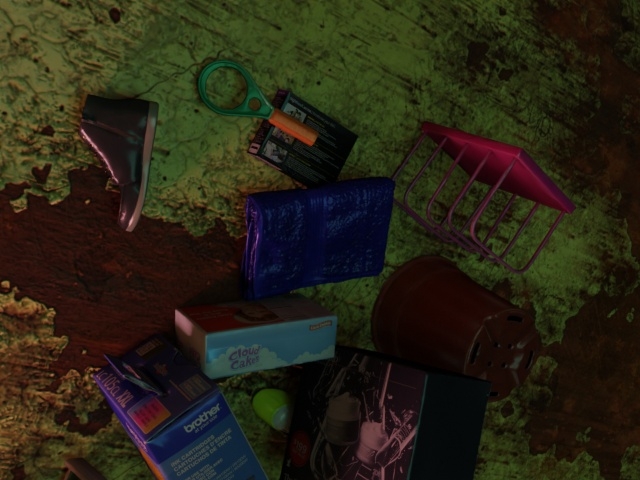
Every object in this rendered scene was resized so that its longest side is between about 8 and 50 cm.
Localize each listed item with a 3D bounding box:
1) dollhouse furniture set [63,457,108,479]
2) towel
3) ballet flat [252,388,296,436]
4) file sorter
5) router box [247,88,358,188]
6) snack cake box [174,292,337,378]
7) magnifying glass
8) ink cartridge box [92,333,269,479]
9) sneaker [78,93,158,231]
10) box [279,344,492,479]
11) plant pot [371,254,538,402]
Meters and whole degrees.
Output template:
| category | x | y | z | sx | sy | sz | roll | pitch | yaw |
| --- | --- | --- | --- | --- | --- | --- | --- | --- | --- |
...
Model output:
| category | x | y | z | sx | sy | sz | roll | pitch | yaw |
| --- | --- | --- | --- | --- | --- | --- | --- | --- | --- |
| dollhouse furniture set | -0.478 | 0.463 | 1.215 | 0.242 | 0.212 | 0.161 | 22 | 95 | -61 |
| towel | 0.000 | 0.000 | 1.408 | 0.308 | 0.076 | 0.228 | -11 | 127 | -28 |
| ballet flat | -0.045 | 0.380 | 1.526 | 0.077 | 0.077 | 0.231 | -50 | 123 | -8 |
| file sorter | 0.302 | -0.083 | 1.471 | 0.202 | 0.290 | 0.182 | 36 | 88 | -34 |
| router box | -0.030 | -0.179 | 1.381 | 0.179 | 0.046 | 0.133 | 28 | 89 | -34 |
| snack cake box | -0.119 | 0.171 | 1.371 | 0.264 | 0.152 | 0.089 | -5 | 107 | -30 |
| magnifying glass | -0.107 | -0.233 | 1.294 | 0.231 | 0.026 | 0.092 | 28 | 88 | -16 |
| ink cartridge box | -0.235 | 0.340 | 1.281 | 0.151 | 0.270 | 0.395 | -32 | 119 | -23 |
| sneaker | -0.336 | -0.127 | 1.204 | 0.118 | 0.083 | 0.222 | 8 | 108 | -14 |
| box | 0.108 | 0.372 | 1.379 | 0.179 | 0.343 | 0.312 | 16 | 83 | -37 |
| plant pot | 0.292 | 0.194 | 1.562 | 0.272 | 0.265 | 0.272 | -10 | 109 | -29 |
